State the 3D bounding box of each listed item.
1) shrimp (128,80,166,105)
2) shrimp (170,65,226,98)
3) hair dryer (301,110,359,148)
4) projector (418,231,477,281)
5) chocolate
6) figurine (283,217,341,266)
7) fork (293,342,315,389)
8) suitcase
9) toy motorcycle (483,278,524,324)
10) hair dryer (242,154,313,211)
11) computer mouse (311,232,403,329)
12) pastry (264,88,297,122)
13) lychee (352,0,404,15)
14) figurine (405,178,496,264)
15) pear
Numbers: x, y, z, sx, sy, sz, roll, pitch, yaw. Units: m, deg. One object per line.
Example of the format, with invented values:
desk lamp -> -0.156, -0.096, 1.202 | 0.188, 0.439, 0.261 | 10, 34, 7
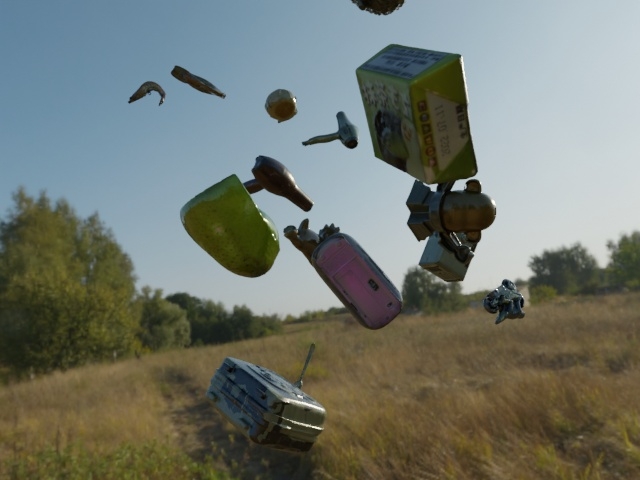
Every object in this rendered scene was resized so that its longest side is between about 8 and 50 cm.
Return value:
shrimp -> -0.565, -0.468, 1.744 | 0.127, 0.091, 0.025 | -41, 3, -27
shrimp -> -0.521, -0.670, 2.281 | 0.253, 0.058, 0.173 | 25, 10, -11
hair dryer -> 0.052, -0.442, 2.139 | 0.225, 0.218, 0.088 | 2, -46, 12
projector -> 0.564, 0.044, 2.353 | 0.177, 0.242, 0.163 | 32, -16, -19
chocolate -> 0.222, -0.301, 1.289 | 0.137, 0.288, 0.301 | -26, 31, -15
figurine -> 0.002, 0.002, 2.006 | 0.173, 0.247, 0.177 | -41, 11, 2
fork -> -0.062, 0.503, 2.075 | 0.034, 0.219, 0.028 | 17, -12, 23
suitcase -> -0.153, 0.528, 1.672 | 0.339, 0.193, 0.352 | 33, -9, -41
toy motorcycle -> 0.573, 0.197, 1.643 | 0.193, 0.124, 0.061 | -29, -14, -44
hair dryer -> -0.236, -0.202, 2.224 | 0.341, 0.123, 0.312 | -14, -42, 37
computer mouse -> 0.109, 0.121, 1.593 | 0.158, 0.310, 0.072 | -41, -2, 3
pastry -> -0.190, -0.658, 2.611 | 0.166, 0.088, 0.165 | -13, -35, -10
lychee -> 0.200, -0.902, 1.816 | 0.256, 0.274, 0.255 | 23, 3, -1
figurine -> 0.440, -0.096, 1.785 | 0.285, 0.342, 0.167 | 0, 30, 38
pear -> -0.267, -0.023, 1.676 | 0.239, 0.318, 0.342 | -35, 3, -8
